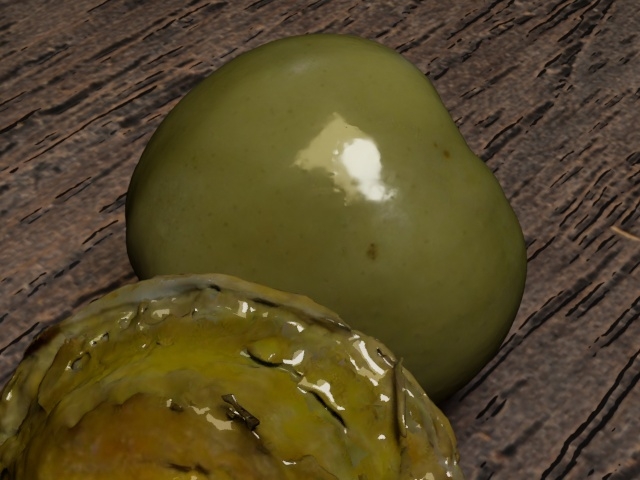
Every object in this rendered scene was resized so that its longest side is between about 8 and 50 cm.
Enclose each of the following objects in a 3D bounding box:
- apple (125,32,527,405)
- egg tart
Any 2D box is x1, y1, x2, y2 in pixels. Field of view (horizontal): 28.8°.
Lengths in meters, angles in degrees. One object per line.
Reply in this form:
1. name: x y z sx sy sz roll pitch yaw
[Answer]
1. apple: 0.000 0.000 0.825 0.262 0.262 0.262 3 45 -3
2. egg tart: -0.068 0.156 0.658 0.295 0.294 0.116 15 2 10
